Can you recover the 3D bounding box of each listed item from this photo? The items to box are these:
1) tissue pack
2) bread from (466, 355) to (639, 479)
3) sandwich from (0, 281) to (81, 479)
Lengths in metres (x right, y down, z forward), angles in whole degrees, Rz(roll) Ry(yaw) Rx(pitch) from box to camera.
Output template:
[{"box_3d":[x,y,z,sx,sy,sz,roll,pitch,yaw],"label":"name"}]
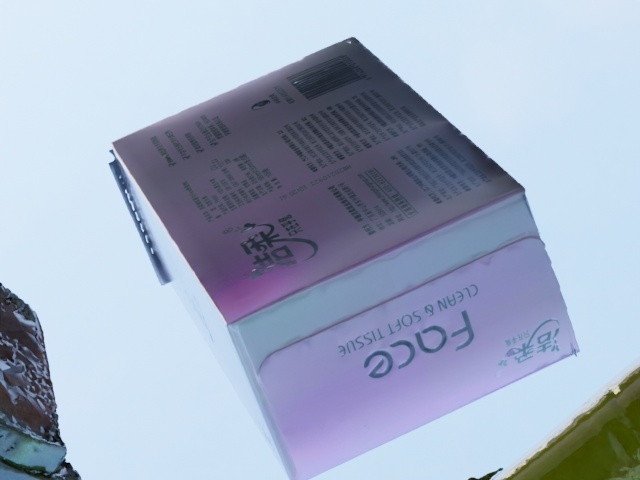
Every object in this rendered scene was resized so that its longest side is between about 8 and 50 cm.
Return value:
[{"box_3d":[0.000,0.000,0.923,0.148,0.092,0.246,-24,-153,-7],"label":"tissue pack"},{"box_3d":[0.234,0.130,1.140,0.383,0.166,0.112,-39,-134,5],"label":"bread"},{"box_3d":[-0.115,0.038,0.634,0.026,0.069,0.101,-45,-131,26],"label":"sandwich"}]
